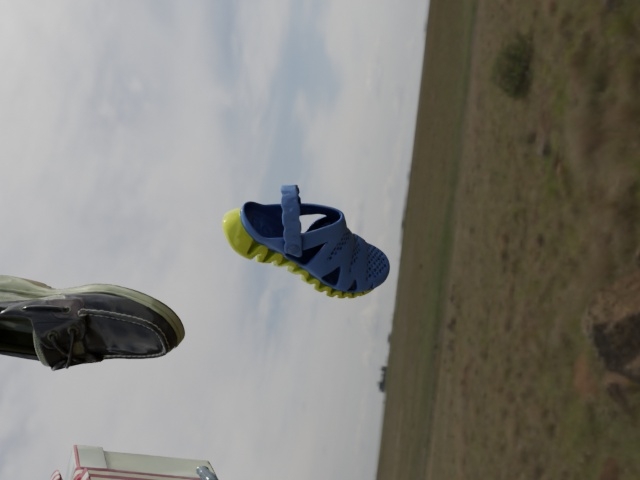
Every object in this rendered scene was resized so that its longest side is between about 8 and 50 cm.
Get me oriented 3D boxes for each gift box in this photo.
[{"bbox_3d":[-0.277,0.450,1.229,0.276,0.258,0.255,-164,86,-69],"label":"gift box"}]

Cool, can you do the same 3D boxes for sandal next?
[{"bbox_3d":[0.000,0.000,1.421,0.138,0.317,0.126,-44,40,33],"label":"sandal"}]

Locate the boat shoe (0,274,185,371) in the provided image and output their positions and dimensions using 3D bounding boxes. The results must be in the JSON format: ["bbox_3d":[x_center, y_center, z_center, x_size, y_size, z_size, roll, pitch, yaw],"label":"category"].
[{"bbox_3d":[-0.234,0.084,0.767,0.073,0.223,0.080,-65,-25,-47],"label":"boat shoe"}]

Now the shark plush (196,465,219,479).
[{"bbox_3d":[-0.094,0.269,0.873,0.067,0.073,0.161,49,-176,-26],"label":"shark plush"}]
